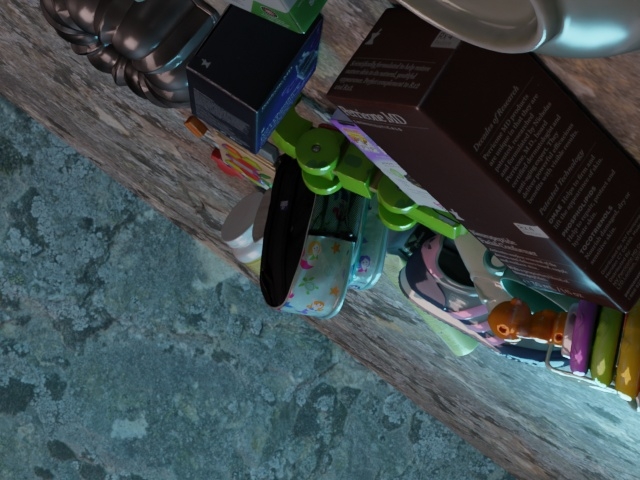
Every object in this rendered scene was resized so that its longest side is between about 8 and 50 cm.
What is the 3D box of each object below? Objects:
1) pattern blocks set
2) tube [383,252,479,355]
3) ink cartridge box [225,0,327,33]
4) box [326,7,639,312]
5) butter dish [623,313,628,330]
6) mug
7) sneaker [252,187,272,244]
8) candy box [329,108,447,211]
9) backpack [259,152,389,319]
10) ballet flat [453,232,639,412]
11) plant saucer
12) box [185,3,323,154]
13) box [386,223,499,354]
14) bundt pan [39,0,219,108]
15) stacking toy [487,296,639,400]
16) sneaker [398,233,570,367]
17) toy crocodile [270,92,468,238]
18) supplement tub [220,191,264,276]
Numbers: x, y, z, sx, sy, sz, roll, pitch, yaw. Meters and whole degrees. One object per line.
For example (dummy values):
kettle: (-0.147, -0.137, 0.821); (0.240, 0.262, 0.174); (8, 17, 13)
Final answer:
pattern blocks set: (-0.132, -0.145, 2.628); (0.285, 0.026, 0.325); (29, 168, 23)
tube: (0.180, 0.098, 2.401); (0.070, 0.062, 0.240); (-31, 117, 29)
ink cartridge box: (-0.087, -0.331, 1.527); (0.153, 0.087, 0.208); (29, 169, 29)
box: (0.209, -0.088, 1.576); (0.381, 0.143, 0.191); (42, 167, -28)
butter dish: (0.443, 0.116, 1.811); (0.160, 0.118, 0.160); (39, 169, -19)
mug: (0.312, 0.041, 1.930); (0.158, 0.097, 0.129); (37, 169, -9)
sneaker: (-0.017, -0.022, 2.539); (0.169, 0.108, 0.292); (16, -178, -16)
candy box: (0.133, -0.116, 1.852); (0.196, 0.070, 0.165); (42, 167, -32)
backpack: (0.000, 0.000, 2.276); (0.191, 0.253, 0.225); (17, 173, -17)
ballet flat: (0.339, 0.115, 2.087); (0.400, 0.139, 0.139); (33, 169, 11)
plant saucer: (0.124, -0.258, 1.191); (0.400, 0.100, 0.400); (32, 169, 7)
box: (-0.085, -0.221, 1.822); (0.108, 0.153, 0.207); (33, 170, 4)
box: (0.242, 0.091, 2.457); (0.322, 0.058, 0.232); (35, 169, -10)
bundt pan: (-0.277, -0.309, 2.092); (0.331, 0.124, 0.331); (34, 169, 8)
stacking toy: (0.347, 0.119, 1.692); (0.302, 0.165, 0.175); (10, 126, 15)
sneaker: (0.285, 0.095, 2.252); (0.319, 0.112, 0.131); (24, 139, -4)
toy crocodile: (0.070, -0.102, 2.061); (0.341, 0.105, 0.115); (27, 167, 15)
supplement tub: (-0.085, 0.010, 2.838); (0.200, 0.144, 0.144); (40, 168, -28)
